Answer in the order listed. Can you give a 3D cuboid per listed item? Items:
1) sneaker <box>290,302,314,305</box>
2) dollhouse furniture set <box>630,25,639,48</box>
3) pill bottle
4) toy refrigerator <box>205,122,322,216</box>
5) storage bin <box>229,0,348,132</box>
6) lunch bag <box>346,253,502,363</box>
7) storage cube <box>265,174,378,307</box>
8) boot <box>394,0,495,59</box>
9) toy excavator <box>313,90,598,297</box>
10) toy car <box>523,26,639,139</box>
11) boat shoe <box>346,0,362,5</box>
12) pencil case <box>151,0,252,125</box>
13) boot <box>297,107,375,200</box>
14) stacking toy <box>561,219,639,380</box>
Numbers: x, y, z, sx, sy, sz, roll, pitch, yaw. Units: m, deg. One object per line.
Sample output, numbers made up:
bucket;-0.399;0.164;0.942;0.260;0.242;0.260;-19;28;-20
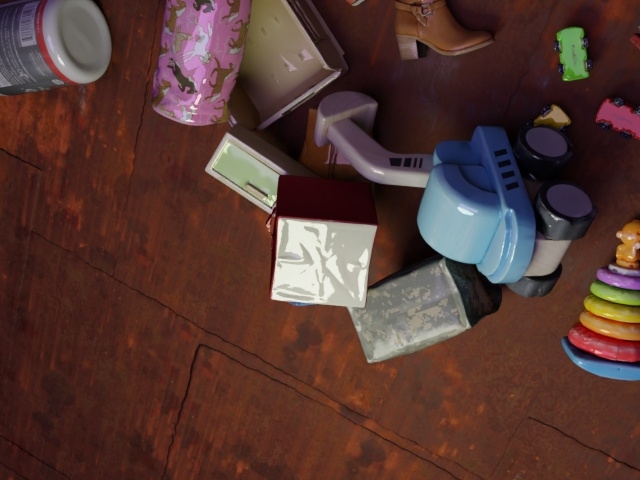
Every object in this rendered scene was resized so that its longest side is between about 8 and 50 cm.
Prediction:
sneaker;-0.006;0.124;1.891;0.188;0.078;0.067;2;82;37
dollhouse furniture set;0.562;-0.466;1.382;0.374;0.152;0.201;50;123;19
pill bottle;-0.687;-0.447;1.879;0.363;0.210;0.210;-3;109;25
toy refrigerator;-0.096;-0.121;1.693;0.270;0.094;0.102;34;114;-3
storage bin;-0.119;-0.393;1.701;0.262;0.123;0.260;-30;96;30
lunch bag;0.225;0.124;1.675;0.235;0.287;0.168;-24;83;26
storage cube;0.000;0.000;1.571;0.215;0.193;0.183;5;117;-5
boot;0.233;-0.432;1.562;0.197;0.073;0.152;-1;106;21
toy excavator;0.229;-0.115;1.532;0.446;0.432;0.222;1;140;-11
toy car;0.485;-0.288;1.518;0.239;0.053;0.224;-5;108;25
boat shoe;0.106;-0.509;1.602;0.137;0.049;0.043;-25;141;27
pencil case;-0.232;-0.413;1.583;0.167;0.160;0.386;41;129;44
boot;-0.018;-0.182;1.766;0.295;0.104;0.211;-2;104;20
stacking toy;0.588;0.105;1.590;0.175;0.166;0.301;7;103;5
